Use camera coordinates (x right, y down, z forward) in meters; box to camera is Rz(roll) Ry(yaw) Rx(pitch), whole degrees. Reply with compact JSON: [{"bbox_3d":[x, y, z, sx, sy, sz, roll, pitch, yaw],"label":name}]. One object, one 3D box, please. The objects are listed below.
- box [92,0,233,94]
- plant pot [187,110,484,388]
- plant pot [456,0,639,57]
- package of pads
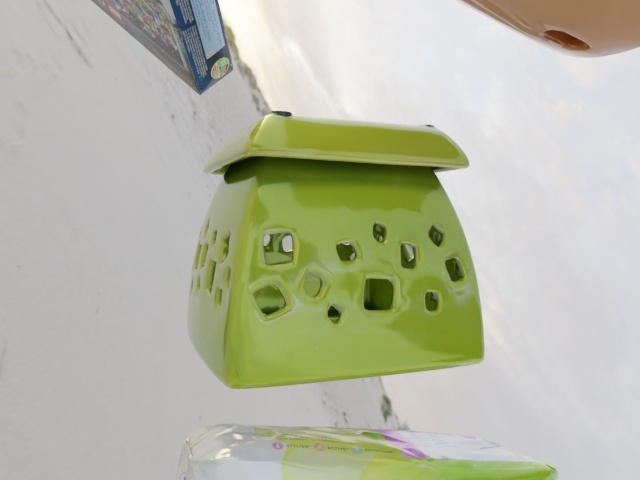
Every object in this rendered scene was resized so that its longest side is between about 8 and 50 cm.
[{"bbox_3d":[-0.178,-0.250,0.471,0.233,0.044,0.159,42,-16,16],"label":"box"},{"bbox_3d":[0.000,0.000,0.518,0.228,0.227,0.207,-172,-98,-69],"label":"plant pot"},{"bbox_3d":[0.185,-0.269,0.384,0.203,0.291,0.291,28,13,-29],"label":"plant pot"},{"bbox_3d":[0.032,0.261,0.416,0.101,0.297,0.229,160,-63,-72],"label":"package of pads"}]
